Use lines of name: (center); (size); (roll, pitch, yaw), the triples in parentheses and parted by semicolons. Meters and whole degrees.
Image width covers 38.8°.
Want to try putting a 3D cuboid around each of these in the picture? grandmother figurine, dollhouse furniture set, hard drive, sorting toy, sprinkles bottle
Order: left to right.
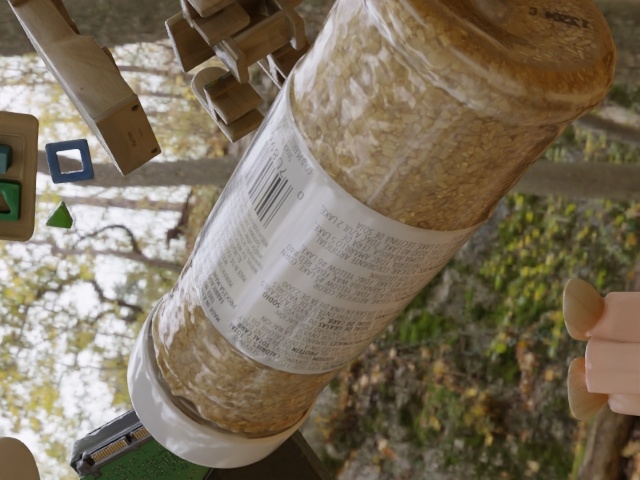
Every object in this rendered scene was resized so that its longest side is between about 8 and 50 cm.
sorting toy: (-0.508, -0.093, 1.313); (0.047, 0.348, 0.195); (-110, 28, -67)
dollhouse furniture set: (-0.133, -0.202, 0.847); (0.242, 0.161, 0.212); (-34, -21, -11)
hard drive: (-0.109, 0.317, 1.104); (0.339, 0.237, 0.064); (58, -175, -27)
sprinkles bottle: (0.000, 0.000, 0.487); (0.121, 0.121, 0.355); (-52, -1, -45)
grandmother figurine: (0.363, 0.095, 0.687); (0.104, 0.343, 0.207); (-13, -84, -53)

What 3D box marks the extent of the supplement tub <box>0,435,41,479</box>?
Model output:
supplement tub: (-0.420, 0.249, 0.739); (0.235, 0.325, 0.235); (2, -90, -84)
